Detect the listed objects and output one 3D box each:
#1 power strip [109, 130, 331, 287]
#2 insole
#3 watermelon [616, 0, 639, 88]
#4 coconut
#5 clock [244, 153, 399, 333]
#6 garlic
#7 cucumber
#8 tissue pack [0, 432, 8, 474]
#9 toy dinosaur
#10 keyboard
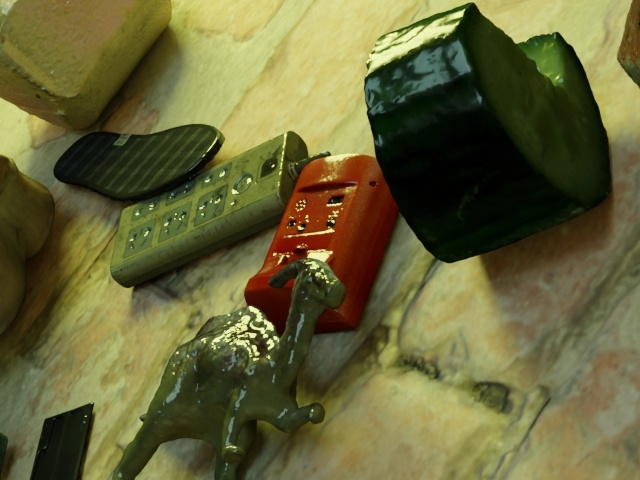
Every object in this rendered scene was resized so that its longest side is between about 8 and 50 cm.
[{"bbox_3d":[-0.094,-0.033,1.569,0.268,0.034,0.092,-23,42,32],"label":"power strip"},{"bbox_3d":[-0.194,-0.086,1.716,0.110,0.012,0.309,-51,28,-17],"label":"insole"},{"bbox_3d":[0.279,-0.127,1.192,0.094,0.154,0.241,-47,22,3],"label":"watermelon"},{"bbox_3d":[-0.288,-0.273,1.846,0.233,0.233,0.245,15,72,52],"label":"coconut"},{"bbox_3d":[0.000,0.000,1.417,0.113,0.061,0.155,-7,50,42],"label":"clock"},{"bbox_3d":[-0.426,-0.008,1.734,0.340,0.246,0.231,17,81,36],"label":"garlic"},{"bbox_3d":[0.121,-0.080,1.264,0.130,0.191,0.191,-26,41,30],"label":"cucumber"},{"bbox_3d":[-0.411,0.267,1.459,0.103,0.228,0.316,-28,40,35],"label":"tissue pack"},{"bbox_3d":[-0.074,0.125,1.351,0.294,0.077,0.162,-27,43,33],"label":"toy dinosaur"},{"bbox_3d":[-0.245,0.238,1.497,0.067,0.011,0.202,-22,43,31],"label":"keyboard"}]
